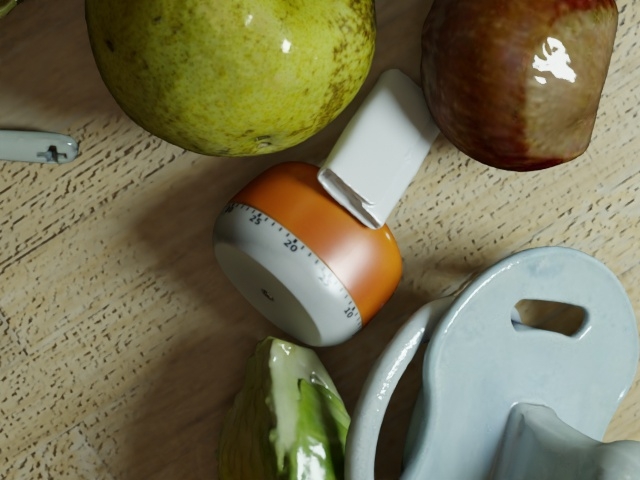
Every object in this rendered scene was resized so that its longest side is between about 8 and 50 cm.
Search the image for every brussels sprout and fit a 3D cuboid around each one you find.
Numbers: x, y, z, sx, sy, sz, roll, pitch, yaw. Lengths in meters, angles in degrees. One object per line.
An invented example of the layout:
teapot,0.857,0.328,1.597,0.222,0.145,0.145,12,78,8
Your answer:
brussels sprout,-0.019,0.160,1.297,0.100,0.139,0.181,10,95,-12

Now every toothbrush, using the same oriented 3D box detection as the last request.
toothbrush,-0.365,-0.067,1.289,0.386,0.040,0.040,3,99,-3

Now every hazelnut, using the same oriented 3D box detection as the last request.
hazelnut,0.133,-0.125,1.265,0.143,0.143,0.154,8,115,-4

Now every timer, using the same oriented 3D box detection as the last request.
timer,0.000,0.000,1.294,0.136,0.099,0.136,7,76,-28

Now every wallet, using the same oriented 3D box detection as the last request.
wallet,0.044,-0.065,1.280,0.061,0.122,0.025,45,136,-13

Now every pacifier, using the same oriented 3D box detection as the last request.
pacifier,0.152,0.150,1.255,0.238,0.225,0.287,12,95,-41

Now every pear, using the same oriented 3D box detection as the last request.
pear,-0.066,-0.147,1.225,0.197,0.197,0.197,0,99,-3

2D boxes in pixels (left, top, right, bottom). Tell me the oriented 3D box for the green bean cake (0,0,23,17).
green bean cake,-0.323,-0.197,1.200,0.229,0.131,0.224,-37,118,3
